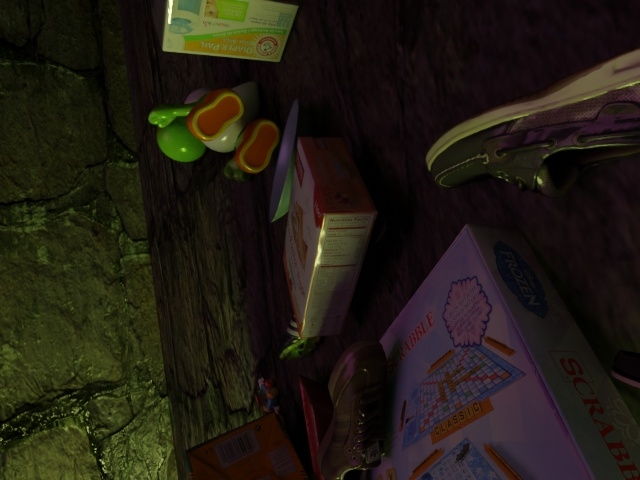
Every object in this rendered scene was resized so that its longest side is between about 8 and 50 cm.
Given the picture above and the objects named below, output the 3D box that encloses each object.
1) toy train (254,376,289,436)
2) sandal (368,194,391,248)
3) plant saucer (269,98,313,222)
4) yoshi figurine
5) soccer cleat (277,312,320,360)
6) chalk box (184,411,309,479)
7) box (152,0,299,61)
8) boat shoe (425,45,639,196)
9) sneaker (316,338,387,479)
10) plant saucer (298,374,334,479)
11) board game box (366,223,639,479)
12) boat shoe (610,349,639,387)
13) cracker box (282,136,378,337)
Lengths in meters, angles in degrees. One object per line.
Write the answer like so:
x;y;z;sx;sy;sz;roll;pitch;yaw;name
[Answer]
-0.118;0.380;0.972;0.125;0.046;0.166;-32;68;58;toy train
0.059;-0.015;0.602;0.179;0.040;0.067;140;126;-72;sandal
-0.042;-0.120;0.714;0.195;0.038;0.194;-170;90;-78;plant saucer
-0.236;-0.215;0.929;0.362;0.203;0.203;34;131;57;yoshi figurine
-0.025;0.139;0.761;0.178;0.060;0.072;-57;37;39;soccer cleat
-0.123;0.495;0.845;0.179;0.180;0.288;53;152;43;chalk box
-0.154;-0.374;0.735;0.114;0.203;0.103;-57;46;51;box
0.170;-0.069;0.345;0.224;0.080;0.073;-19;74;56;boat shoe
0.047;0.193;0.475;0.071;0.066;0.188;40;128;49;sneaker
0.018;0.336;0.651;0.258;0.048;0.258;128;133;-80;plant saucer
0.129;0.207;0.405;0.318;0.066;0.317;115;154;-43;board game box
0.247;0.081;0.271;0.133;0.049;0.041;-3;87;59;boat shoe
0.000;0.000;0.612;0.155;0.067;0.232;-107;21;-44;cracker box
